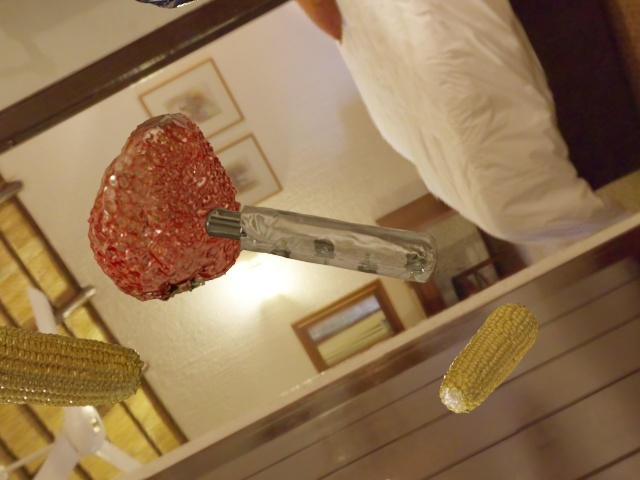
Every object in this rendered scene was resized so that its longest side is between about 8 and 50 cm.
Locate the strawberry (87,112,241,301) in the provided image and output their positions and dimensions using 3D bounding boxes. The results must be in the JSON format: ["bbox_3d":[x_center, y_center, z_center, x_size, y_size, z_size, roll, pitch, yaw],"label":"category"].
[{"bbox_3d":[-0.285,-0.063,1.211,0.267,0.312,0.351,23,127,23],"label":"strawberry"}]

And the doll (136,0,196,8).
[{"bbox_3d":[-0.164,-0.318,0.476,0.310,0.240,0.284,36,148,55],"label":"doll"}]

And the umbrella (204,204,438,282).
[{"bbox_3d":[0.000,0.000,0.929,0.073,0.338,0.067,-70,-12,-62],"label":"umbrella"}]

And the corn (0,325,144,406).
[{"bbox_3d":[-0.469,0.217,1.093,0.345,0.131,0.131,18,-148,-39],"label":"corn"}]

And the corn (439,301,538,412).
[{"bbox_3d":[0.297,0.200,1.123,0.091,0.260,0.091,0,120,45],"label":"corn"}]
